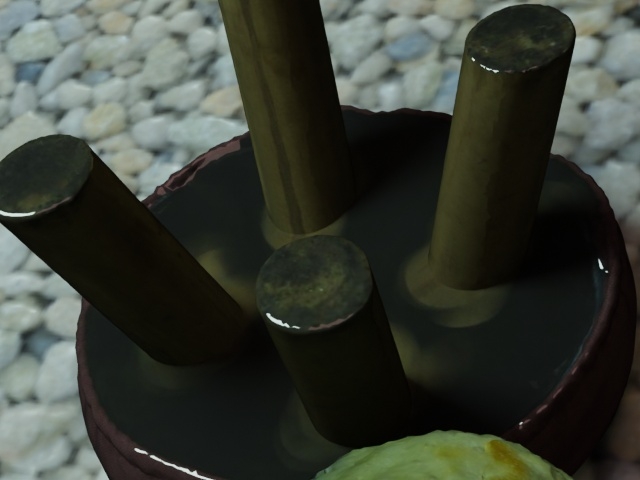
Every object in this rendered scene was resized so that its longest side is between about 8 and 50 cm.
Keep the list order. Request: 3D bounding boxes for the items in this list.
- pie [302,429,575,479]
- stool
[{"bbox_3d":[-0.006,0.152,0.679,0.248,0.090,0.201,-32,30,-23],"label":"pie"},{"bbox_3d":[0.000,0.000,0.858,0.272,0.178,0.272,-9,47,9],"label":"stool"}]
